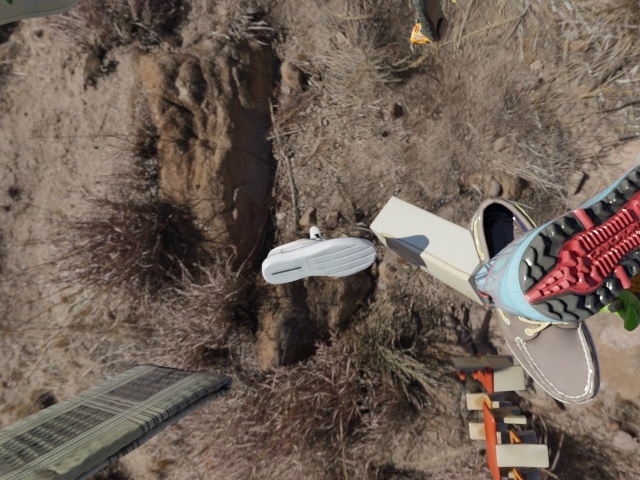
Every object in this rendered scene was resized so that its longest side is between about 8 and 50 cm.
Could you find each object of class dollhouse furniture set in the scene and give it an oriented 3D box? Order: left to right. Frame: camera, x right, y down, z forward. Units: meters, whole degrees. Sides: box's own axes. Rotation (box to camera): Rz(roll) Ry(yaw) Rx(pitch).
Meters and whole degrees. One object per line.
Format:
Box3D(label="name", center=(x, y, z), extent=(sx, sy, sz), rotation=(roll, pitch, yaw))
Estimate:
Box3D(label="dollhouse furniture set", center=(0.371, 0.389, 0.881), extent=(0.134, 0.262, 0.260), rotation=(-5, 91, 8))

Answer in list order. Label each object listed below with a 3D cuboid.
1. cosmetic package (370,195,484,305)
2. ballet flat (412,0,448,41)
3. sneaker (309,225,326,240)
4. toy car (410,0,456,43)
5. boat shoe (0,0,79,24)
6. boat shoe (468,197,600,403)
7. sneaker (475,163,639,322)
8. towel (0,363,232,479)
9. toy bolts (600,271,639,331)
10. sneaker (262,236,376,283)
Box3D(label="cosmetic package", center=(0.291, 0.018, 1.014), extent=(0.113, 0.160, 0.309), rotation=(-53, 44, -5))
Box3D(label="ballet flat", center=(0.158, -0.365, 0.622), extent=(0.049, 0.173, 0.058), rotation=(25, 91, 28))
Box3D(label="sneaker", center=(0.000, 0.000, 1.074), extent=(0.040, 0.044, 0.109), rotation=(-27, 59, -2))
Box3D(label="toy car", center=(0.230, -0.473, 0.841), extent=(0.060, 0.040, 0.122), rotation=(45, 116, 38))
Box3D(label="boat shoe", center=(-0.435, -0.322, 0.504), extent=(0.079, 0.233, 0.084), rotation=(41, 138, 13))
Box3D(label="boat shoe", center=(0.315, 0.086, 0.604), extent=(0.116, 0.096, 0.325), rotation=(-23, 73, 21))
Box3D(label="sneaker", center=(0.268, -0.001, 0.410), extent=(0.261, 0.125, 0.104), rotation=(-19, 83, -16))
Box3D(label="towel", center=(-0.348, 0.291, 0.640), extent=(0.311, 0.324, 0.056), rotation=(-9, 95, 39))
Box3D(label="toy bolts", center=(0.661, 0.085, 0.743), extent=(0.158, 0.228, 0.219), rotation=(-28, 127, -15))
Box3D(label="sneaker", center=(-0.006, 0.027, 0.906), extent=(0.257, 0.091, 0.094), rotation=(-8, 124, 5))
